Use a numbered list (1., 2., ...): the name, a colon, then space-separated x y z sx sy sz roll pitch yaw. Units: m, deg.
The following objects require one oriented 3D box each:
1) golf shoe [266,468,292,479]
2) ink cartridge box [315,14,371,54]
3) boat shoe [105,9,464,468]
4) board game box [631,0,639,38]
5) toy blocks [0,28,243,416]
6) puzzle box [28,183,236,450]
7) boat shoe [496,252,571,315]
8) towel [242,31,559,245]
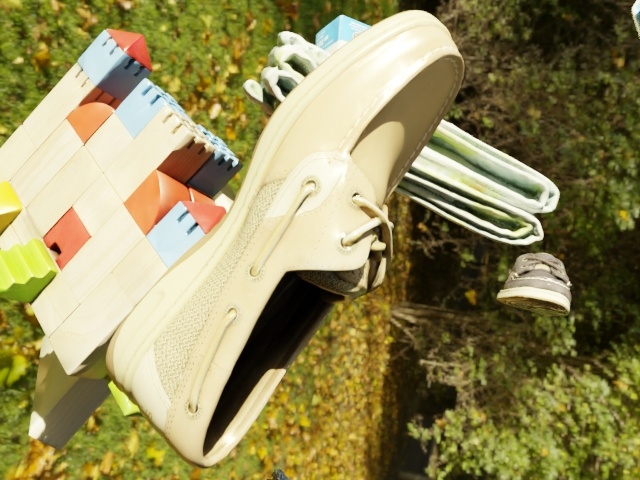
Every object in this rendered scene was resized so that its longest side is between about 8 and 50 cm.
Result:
1. golf shoe: -0.062 0.494 1.202 0.069 0.086 0.176 -50 -167 22
2. ink cartridge box: 0.063 -0.228 1.038 0.140 0.082 0.190 11 77 -31
3. boat shoe: 0.000 0.000 0.463 0.341 0.110 0.122 -52 148 2
4. board game box: 0.453 -0.082 0.422 0.050 0.390 0.389 29 50 -59
5. toy blocks: -0.208 -0.047 0.714 0.261 0.381 0.191 -45 152 8
6. puzzle box: -0.270 0.074 0.988 0.409 0.052 0.272 -48 -154 4
7. boat shoe: 0.332 0.064 1.028 0.285 0.103 0.092 22 82 -73
8. towel: 0.069 -0.120 0.775 0.090 0.321 0.374 -60 -170 10
